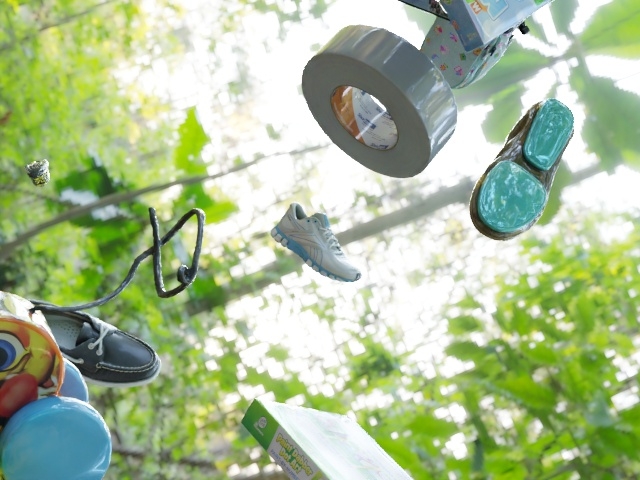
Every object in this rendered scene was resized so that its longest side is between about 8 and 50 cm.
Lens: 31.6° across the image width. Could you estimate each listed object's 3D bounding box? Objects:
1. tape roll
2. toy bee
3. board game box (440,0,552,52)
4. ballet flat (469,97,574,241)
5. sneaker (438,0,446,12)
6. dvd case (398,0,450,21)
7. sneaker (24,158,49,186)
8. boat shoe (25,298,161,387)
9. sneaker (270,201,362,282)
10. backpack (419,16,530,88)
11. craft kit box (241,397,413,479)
[{"bbox_3d":[0.080,-0.190,1.560,0.219,0.072,0.219,32,-28,19],"label":"tape roll"},{"bbox_3d":[-0.217,0.096,0.730,0.195,0.162,0.298,-6,-115,60],"label":"toy bee"},{"bbox_3d":[0.221,-0.351,1.429,0.039,0.211,0.160,-15,-74,53],"label":"board game box"},{"bbox_3d":[0.305,-0.095,1.808,0.116,0.342,0.124,36,-38,-5],"label":"ballet flat"},{"bbox_3d":[0.263,-0.364,1.599,0.106,0.267,0.101,59,-33,0],"label":"sneaker"},{"bbox_3d":[0.177,-0.443,1.743,0.180,0.022,0.253,22,-28,6],"label":"dvd case"},{"bbox_3d":[-0.380,-0.090,1.536,0.083,0.031,0.035,-127,-156,-77],"label":"sneaker"},{"bbox_3d":[-0.442,0.188,2.086,0.091,0.302,0.114,103,-1,-48],"label":"boat shoe"},{"bbox_3d":[0.000,0.000,1.878,0.190,0.071,0.083,36,-71,28],"label":"sneaker"},{"bbox_3d":[0.247,-0.346,1.921,0.152,0.115,0.182,46,-49,19],"label":"backpack"},{"bbox_3d":[0.030,0.361,1.831,0.246,0.061,0.250,24,12,-46],"label":"craft kit box"}]
